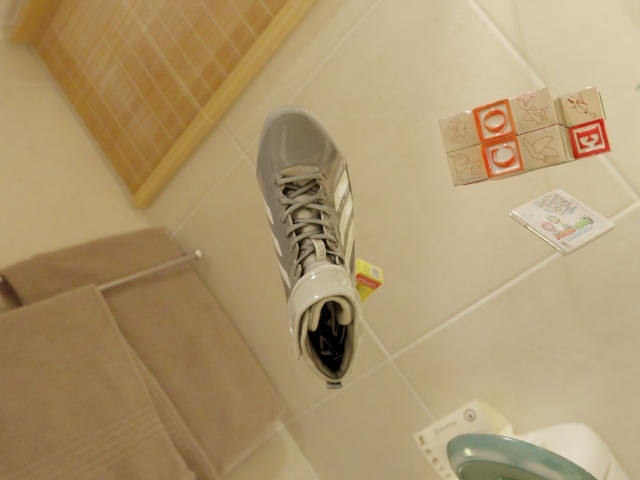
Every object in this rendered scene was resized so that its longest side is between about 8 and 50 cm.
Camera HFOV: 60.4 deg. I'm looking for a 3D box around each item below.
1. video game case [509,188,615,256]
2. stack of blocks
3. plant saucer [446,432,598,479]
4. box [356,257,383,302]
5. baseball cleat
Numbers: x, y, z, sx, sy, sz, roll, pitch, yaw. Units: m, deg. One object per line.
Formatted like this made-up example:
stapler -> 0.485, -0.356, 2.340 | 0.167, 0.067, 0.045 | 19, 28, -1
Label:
video game case -> 0.489, -0.041, 1.115 | 0.157, 0.143, 0.019 | -23, -41, -27
stack of blocks -> 0.292, -0.140, 0.747 | 0.171, 0.087, 0.297 | -13, 1, 30
plant saucer -> 0.402, 0.490, 1.099 | 0.043, 0.318, 0.317 | -59, 7, -36
box -> 0.075, 0.151, 1.551 | 0.232, 0.087, 0.058 | -48, 26, 34
baseball cleat -> 0.000, 0.000, 0.389 | 0.072, 0.205, 0.109 | -13, 4, -5
